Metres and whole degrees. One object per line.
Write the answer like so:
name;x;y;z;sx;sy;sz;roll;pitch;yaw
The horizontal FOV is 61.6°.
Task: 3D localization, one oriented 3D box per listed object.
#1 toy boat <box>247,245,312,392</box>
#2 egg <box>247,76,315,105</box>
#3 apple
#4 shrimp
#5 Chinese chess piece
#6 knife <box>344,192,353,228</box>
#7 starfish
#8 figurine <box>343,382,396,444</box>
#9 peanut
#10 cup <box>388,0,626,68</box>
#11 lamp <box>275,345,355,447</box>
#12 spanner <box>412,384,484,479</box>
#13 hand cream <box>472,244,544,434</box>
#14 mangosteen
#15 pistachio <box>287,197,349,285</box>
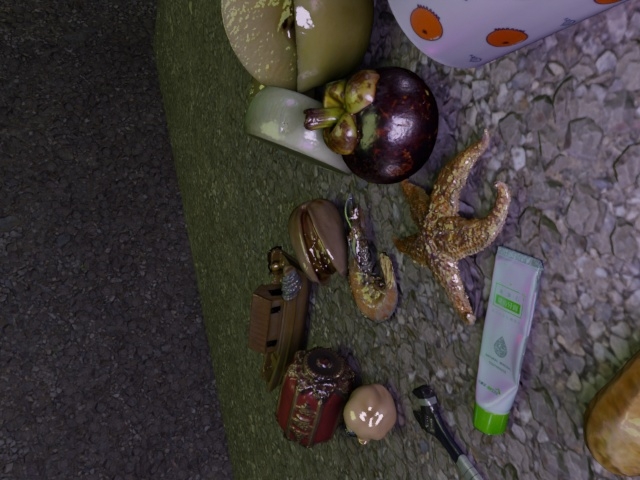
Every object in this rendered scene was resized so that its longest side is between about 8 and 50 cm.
toy boat;-0.122;0.238;1.509;0.136;0.162;0.445;47;137;49
egg;-0.091;-0.350;1.287;0.201;0.165;0.164;103;149;-47
apple;-0.024;-0.425;1.024;0.295;0.234;0.257;13;125;54
shrimp;0.105;0.047;1.103;0.144;0.052;0.250;-4;101;55
Chinese chess piece;-0.029;-0.216;1.076;0.250;0.251;0.101;30;97;61
knife;0.072;-0.014;1.181;0.026;0.022;0.183;-11;85;36
starfish;0.187;-0.027;0.864;0.302;0.060;0.298;-155;61;-65
figurine;0.096;0.374;1.153;0.108;0.114;0.196;49;158;13
peanut;0.349;0.159;0.532;0.108;0.095;0.225;44;134;32
cup;0.230;-0.314;0.515;0.317;0.213;0.212;-178;82;-65
lamp;-0.016;0.383;1.310;0.177;0.177;0.273;-120;34;-41
spanner;0.244;0.384;0.916;0.315;0.024;0.087;54;144;45
hand cream;0.267;0.149;0.779;0.079;0.050;0.274;15;108;35
mangosteen;0.080;-0.189;0.878;0.192;0.217;0.192;179;90;-71
pistachio;0.000;0.000;1.229;0.130;0.131;0.205;-23;75;22
